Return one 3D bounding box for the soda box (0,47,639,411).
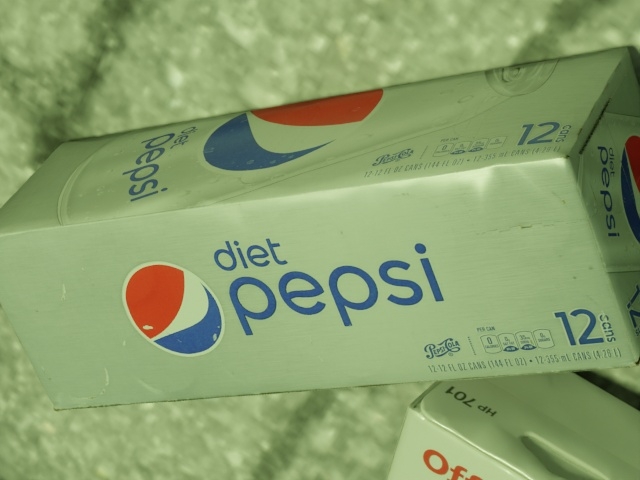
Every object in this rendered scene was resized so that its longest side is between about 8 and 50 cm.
[{"bbox_3d":[0.000,0.000,0.811,0.286,0.091,0.098,-8,118,30],"label":"soda box"}]

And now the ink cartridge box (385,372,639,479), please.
[{"bbox_3d":[0.094,0.158,0.861,0.139,0.082,0.191,31,129,21],"label":"ink cartridge box"}]
